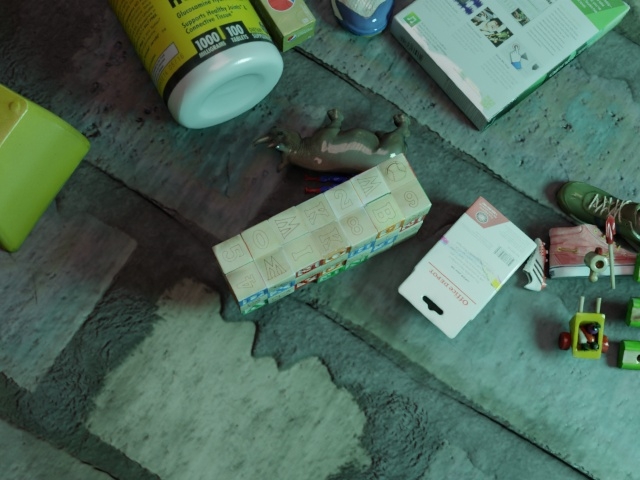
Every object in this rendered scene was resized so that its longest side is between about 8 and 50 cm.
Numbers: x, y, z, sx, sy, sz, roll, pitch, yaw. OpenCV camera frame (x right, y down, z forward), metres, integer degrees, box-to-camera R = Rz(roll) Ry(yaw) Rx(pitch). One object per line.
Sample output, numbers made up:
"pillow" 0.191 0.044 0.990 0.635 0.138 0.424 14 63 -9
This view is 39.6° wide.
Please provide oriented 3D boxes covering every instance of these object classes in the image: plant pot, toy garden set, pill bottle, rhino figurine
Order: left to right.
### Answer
"plant pot" -0.494 -0.140 1.279 0.212 0.187 0.212 30 77 5
"pill bottle" -0.212 -0.354 1.348 0.188 0.188 0.334 -29 79 -10
"rhino figurine" 0.017 -0.144 1.353 0.243 0.073 0.106 2 51 -1
"toy garden set" 0.467 0.076 1.295 0.203 0.049 0.244 5 102 -2

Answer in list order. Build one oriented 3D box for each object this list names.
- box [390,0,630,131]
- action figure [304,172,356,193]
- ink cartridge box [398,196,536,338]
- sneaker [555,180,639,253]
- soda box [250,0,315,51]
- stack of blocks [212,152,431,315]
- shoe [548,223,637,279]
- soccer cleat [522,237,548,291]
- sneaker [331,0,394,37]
"box" 0.308 -0.360 1.450 0.322 0.058 0.232 -38 81 -10
"action figure" 0.034 -0.089 1.379 0.115 0.030 0.038 -1 71 -6
"ink cartridge box" 0.213 0.046 1.333 0.115 0.067 0.198 43 76 8
"sneaker" 0.461 -0.043 1.359 0.192 0.086 0.064 31 76 5
"soda box" -0.080 -0.401 1.436 0.061 0.058 0.181 -30 80 -10
"stack of blocks" 0.000 0.000 1.279 0.297 0.171 0.087 -26 78 -8
"shoe" 0.436 0.016 1.354 0.178 0.063 0.081 -2 81 1
"soccer cleat" 0.328 0.036 1.362 0.035 0.029 0.083 3 80 -6
"sneaker" 0.078 -0.480 1.429 0.111 0.131 0.297 6 77 -4
